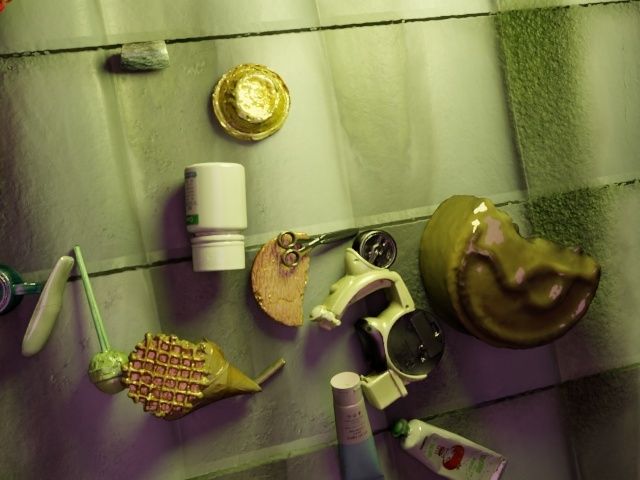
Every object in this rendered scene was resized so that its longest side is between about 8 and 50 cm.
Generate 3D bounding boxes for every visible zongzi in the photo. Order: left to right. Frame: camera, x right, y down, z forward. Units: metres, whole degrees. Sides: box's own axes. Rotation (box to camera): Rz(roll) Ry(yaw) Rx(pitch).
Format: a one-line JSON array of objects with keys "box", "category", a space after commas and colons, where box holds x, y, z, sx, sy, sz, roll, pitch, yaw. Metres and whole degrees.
[{"box": [-0.252, 0.345, 1.565, 0.197, 0.099, 0.194, 43, 78, -15], "category": "zongzi"}]

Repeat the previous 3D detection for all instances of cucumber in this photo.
[{"box": [-0.395, -0.412, 1.564, 0.112, 0.064, 0.064, -9, 91, -13], "category": "cucumber"}]

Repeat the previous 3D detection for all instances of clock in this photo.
[{"box": [0.132, 0.187, 1.667, 0.277, 0.120, 0.378, -35, 98, -17], "category": "clock"}]

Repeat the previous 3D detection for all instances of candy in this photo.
[{"box": [-0.486, 0.169, 1.519, 0.093, 0.092, 0.335, -14, 84, -24], "category": "candy"}]

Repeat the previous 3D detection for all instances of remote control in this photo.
[{"box": [-0.573, 0.143, 1.482, 0.044, 0.073, 0.229, 22, 85, 5], "category": "remote control"}]

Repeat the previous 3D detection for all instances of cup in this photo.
[{"box": [-0.663, 0.095, 1.431, 0.150, 0.138, 0.113, -33, 97, -14], "category": "cup"}]

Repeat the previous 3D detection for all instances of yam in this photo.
[{"box": [-0.130, 0.318, 1.636, 0.116, 0.021, 0.021, -39, 99, -14], "category": "yam"}]

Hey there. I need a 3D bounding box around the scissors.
[{"box": [0.000, 0.000, 1.662, 0.220, 0.017, 0.088, -15, 93, -28], "category": "scissors"}]

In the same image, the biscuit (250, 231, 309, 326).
[{"box": [-0.095, 0.090, 1.644, 0.145, 0.033, 0.224, 2, 85, -17], "category": "biscuit"}]

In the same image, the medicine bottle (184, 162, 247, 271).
[{"box": [-0.231, -0.050, 1.559, 0.139, 0.139, 0.236, -4, 91, -16], "category": "medicine bottle"}]

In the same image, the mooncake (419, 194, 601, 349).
[{"box": [0.462, 0.064, 1.701, 0.394, 0.246, 0.392, -15, 99, -12], "category": "mooncake"}]

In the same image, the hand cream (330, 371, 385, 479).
[{"box": [0.083, 0.459, 1.653, 0.111, 0.070, 0.312, -15, 113, -16], "category": "hand cream"}]

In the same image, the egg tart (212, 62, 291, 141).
[{"box": [-0.156, -0.326, 1.621, 0.191, 0.074, 0.191, 1, 86, -16], "category": "egg tart"}]

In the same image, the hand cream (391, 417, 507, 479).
[{"box": [0.321, 0.533, 1.741, 0.336, 0.076, 0.121, 31, 82, -19], "category": "hand cream"}]

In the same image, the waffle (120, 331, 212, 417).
[{"box": [-0.327, 0.286, 1.481, 0.191, 0.038, 0.191, 1, 84, -9], "category": "waffle"}]

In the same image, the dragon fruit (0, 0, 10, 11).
[{"box": [-0.740, -0.582, 1.366, 0.386, 0.249, 0.371, 43, 51, 2], "category": "dragon fruit"}]
